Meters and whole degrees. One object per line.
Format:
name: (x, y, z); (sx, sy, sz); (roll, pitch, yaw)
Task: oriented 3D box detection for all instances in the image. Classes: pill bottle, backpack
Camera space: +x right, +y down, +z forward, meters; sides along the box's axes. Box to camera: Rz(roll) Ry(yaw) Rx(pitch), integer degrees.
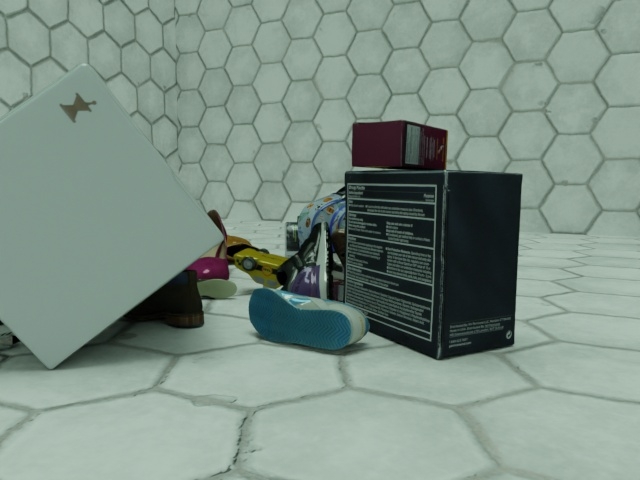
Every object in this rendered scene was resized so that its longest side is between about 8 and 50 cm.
pill bottle: (0.000, 0.000, 1.985); (0.246, 0.130, 0.130); (0, 6, -3)
backpack: (0.070, -0.020, 1.712); (0.263, 0.276, 0.213); (-16, 10, -20)

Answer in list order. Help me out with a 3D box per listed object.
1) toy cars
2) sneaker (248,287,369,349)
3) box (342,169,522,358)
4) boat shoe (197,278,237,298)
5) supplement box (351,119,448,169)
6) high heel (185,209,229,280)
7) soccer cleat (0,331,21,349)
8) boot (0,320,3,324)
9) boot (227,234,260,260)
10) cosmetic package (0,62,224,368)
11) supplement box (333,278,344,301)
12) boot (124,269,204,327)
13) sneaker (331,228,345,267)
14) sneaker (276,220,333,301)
toy cars: (-0.022, 0.083, 1.451); (0.394, 0.087, 0.176); (2, 17, -24)
sneaker: (-0.027, 0.135, 0.997); (0.229, 0.087, 0.092); (12, 5, 33)
box: (0.188, 0.021, 1.035); (0.183, 0.294, 0.296); (-3, 8, -29)
boat shoe: (-0.258, 0.109, 1.336); (0.133, 0.049, 0.042); (-4, 14, 0)
supplement box: (0.150, -0.172, 1.067); (0.104, 0.080, 0.188); (5, 7, 36)
high heel: (-0.317, 0.014, 1.601); (0.127, 0.181, 0.377); (-1, 6, -12)
soccer cleat: (-0.516, 0.163, 0.927); (0.036, 0.029, 0.083); (-2, 1, 19)
boot: (-0.701, 0.126, 1.136); (0.190, 0.076, 0.208); (-1, -1, -34)
boot: (-0.359, 0.020, 1.910); (0.295, 0.104, 0.211); (2, 5, -27)
cosmetic package: (-0.411, -0.053, 1.002); (0.327, 0.329, 0.394); (-38, 15, -9)
supplement box: (0.040, 0.114, 1.327); (0.083, 0.043, 0.055); (4, 7, 26)
boot: (-0.317, 0.102, 1.130); (0.219, 0.106, 0.082); (4, 7, 27)
sneaker: (0.083, 0.056, 1.287); (0.066, 0.188, 0.071); (-37, -2, 22)
sneaker: (-0.037, 0.048, 1.293); (0.124, 0.107, 0.283); (-6, 32, 6)
